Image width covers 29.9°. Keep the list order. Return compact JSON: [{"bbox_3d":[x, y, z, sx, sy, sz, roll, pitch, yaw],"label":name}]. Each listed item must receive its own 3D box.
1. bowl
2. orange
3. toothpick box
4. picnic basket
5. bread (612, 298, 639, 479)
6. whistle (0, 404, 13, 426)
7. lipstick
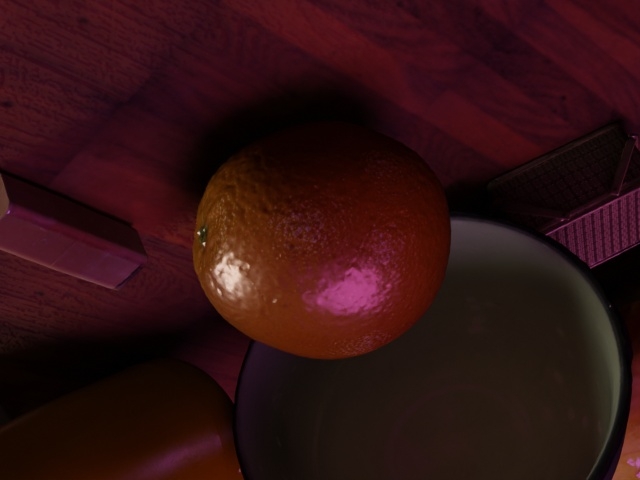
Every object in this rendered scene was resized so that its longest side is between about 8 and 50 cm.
[{"bbox_3d":[0.116,0.167,1.097,0.354,0.354,0.185,-29,143,2],"label":"bowl"},{"bbox_3d":[0.000,0.000,0.957,0.206,0.206,0.206,-18,145,-13],"label":"orange"},{"bbox_3d":[-0.206,0.218,1.051,0.271,0.175,0.175,-18,150,-49],"label":"toothpick box"},{"bbox_3d":[0.250,-0.029,1.177,0.164,0.079,0.115,-26,146,-1],"label":"picnic basket"},{"bbox_3d":[0.427,0.221,1.332,0.394,0.361,0.250,-60,177,37],"label":"bread"},{"bbox_3d":[-0.295,0.225,1.163,0.062,0.062,0.312,-23,145,-6],"label":"whistle"},{"bbox_3d":[-0.203,-0.005,0.936,0.045,0.045,0.145,-39,143,19],"label":"lipstick"}]
